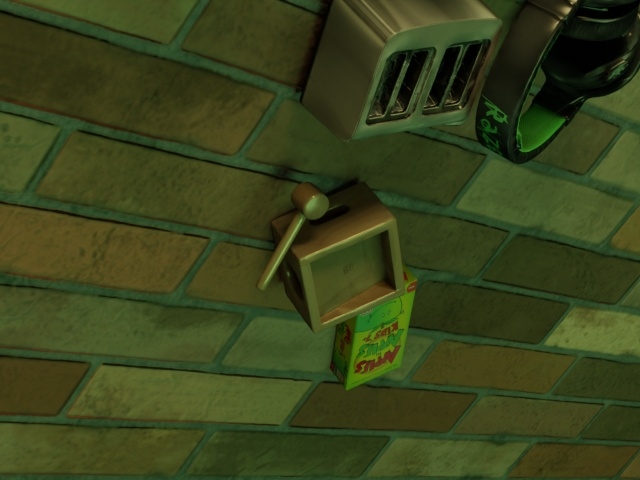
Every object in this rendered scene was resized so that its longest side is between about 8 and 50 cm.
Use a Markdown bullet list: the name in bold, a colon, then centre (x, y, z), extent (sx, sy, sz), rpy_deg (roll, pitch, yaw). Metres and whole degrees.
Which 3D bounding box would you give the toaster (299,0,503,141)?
- **toaster**: centre (0.087, -0.201, 1.547), extent (0.168, 0.110, 0.185), rpy_deg (-13, 138, -35)

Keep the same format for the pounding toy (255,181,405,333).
- **pounding toy**: centre (-0.009, -0.001, 1.713), extent (0.181, 0.094, 0.206), rpy_deg (-23, 134, -14)

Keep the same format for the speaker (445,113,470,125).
- **speaker**: centre (0.160, -0.199, 1.666), extent (0.055, 0.055, 0.136), rpy_deg (-17, 140, -30)

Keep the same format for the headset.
- **headset**: centre (0.323, -0.247, 1.625), extent (0.394, 0.185, 0.243), rpy_deg (-55, 159, -13)

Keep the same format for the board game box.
- **board game box**: centre (0.070, 0.115, 1.954), extent (0.092, 0.043, 0.181), rpy_deg (-22, 142, -24)
